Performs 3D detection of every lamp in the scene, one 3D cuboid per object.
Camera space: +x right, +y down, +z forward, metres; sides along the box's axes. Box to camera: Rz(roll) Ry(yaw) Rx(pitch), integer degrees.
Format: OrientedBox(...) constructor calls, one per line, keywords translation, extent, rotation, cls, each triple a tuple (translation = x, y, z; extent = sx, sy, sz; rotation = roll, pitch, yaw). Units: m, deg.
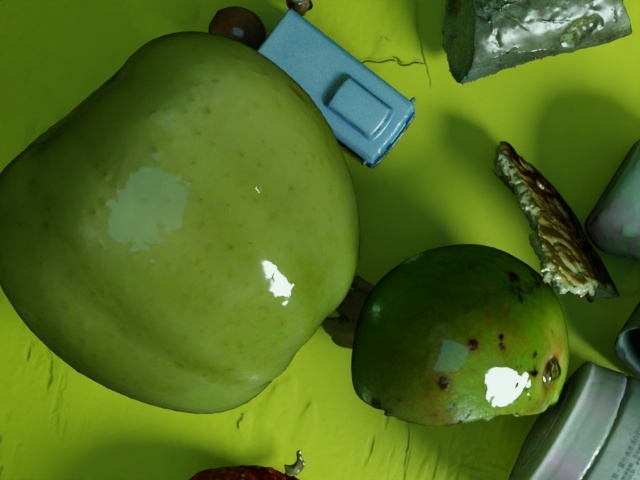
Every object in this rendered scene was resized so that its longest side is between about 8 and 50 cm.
OrientedBox(translation=(0.528, -0.010, 1.404), extent=(0.301, 0.247, 0.247), rotation=(32, 90, 8), cls="lamp")

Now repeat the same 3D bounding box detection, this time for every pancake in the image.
OrientedBox(translation=(0.304, -0.001, 1.418), extent=(0.266, 0.244, 0.057), rotation=(47, 120, -6), cls="pancake")

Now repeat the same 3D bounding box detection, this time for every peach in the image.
OrientedBox(translation=(-0.120, -0.293, 1.494), extent=(0.083, 0.083, 0.083), rotation=(0, 92, 2), cls="peach")

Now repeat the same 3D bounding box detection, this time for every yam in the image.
OrientedBox(translation=(0.291, -0.319, 1.448), extent=(0.254, 0.154, 0.154), rotation=(-14, 91, 4), cls="yam")

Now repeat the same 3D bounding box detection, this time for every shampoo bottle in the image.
OrientedBox(translation=(0.401, 0.317, 1.400), extent=(0.266, 0.273, 0.273), rotation=(32, 93, 10), cls="shampoo bottle")

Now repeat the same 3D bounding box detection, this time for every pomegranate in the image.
OrientedBox(translation=(0.159, 0.102, 1.394), extent=(0.358, 0.310, 0.216), rotation=(21, 109, 38), cls="pomegranate")

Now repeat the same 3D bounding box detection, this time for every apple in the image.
OrientedBox(translation=(-0.172, -0.019, 1.335), extent=(0.474, 0.473, 0.473), rotation=(0, 92, 2), cls="apple")

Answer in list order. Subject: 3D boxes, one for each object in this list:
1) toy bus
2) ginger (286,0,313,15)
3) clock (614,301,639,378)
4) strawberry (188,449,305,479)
OrientedBox(translation=(0.017, -0.207, 1.462), extent=(0.234, 0.133, 0.116), rotation=(37, 92, -4), cls="toy bus")
OrientedBox(translation=(-0.041, -0.407, 1.494), extent=(0.103, 0.073, 0.162), rotation=(-35, 96, 16), cls="ginger")
OrientedBox(translation=(0.547, 0.175, 1.366), extent=(0.325, 0.325, 0.067), rotation=(31, 75, 1), cls="clock")
OrientedBox(translation=(-0.034, 0.445, 1.444), extent=(0.292, 0.292, 0.343), rotation=(-27, 76, 3), cls="strawberry")
